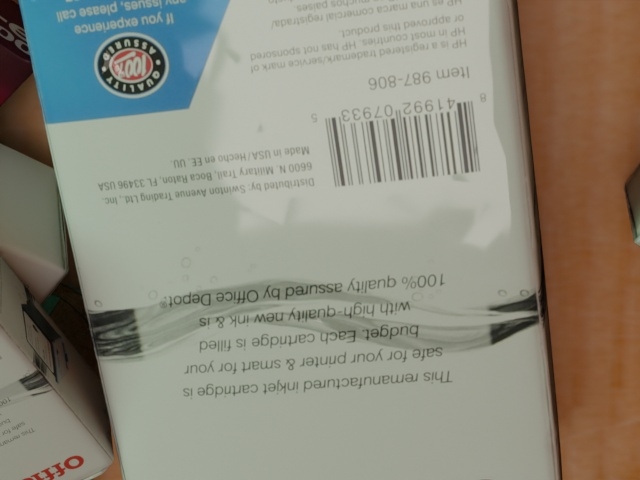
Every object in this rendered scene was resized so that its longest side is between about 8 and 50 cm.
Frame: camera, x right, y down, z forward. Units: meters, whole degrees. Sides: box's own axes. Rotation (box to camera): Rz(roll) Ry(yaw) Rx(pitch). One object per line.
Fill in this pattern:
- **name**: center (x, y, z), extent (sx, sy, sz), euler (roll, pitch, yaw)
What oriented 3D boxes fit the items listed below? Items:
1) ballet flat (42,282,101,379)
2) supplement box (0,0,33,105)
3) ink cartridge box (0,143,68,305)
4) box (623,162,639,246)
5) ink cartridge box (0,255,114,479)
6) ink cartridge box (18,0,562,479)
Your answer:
- **ballet flat**: center (-0.237, 0.199, 0.921), extent (0.116, 0.124, 0.342), euler (16, 111, 1)
- **supplement box**: center (-0.321, -0.096, 0.839), extent (0.239, 0.073, 0.130), euler (-41, 126, 19)
- **ink cartridge box**: center (-0.337, 0.041, 0.823), extent (0.207, 0.117, 0.283), euler (26, 119, -33)
- **box**: center (0.329, -0.016, 0.746), extent (0.232, 0.127, 0.149), euler (32, 111, -1)
- **ink cartridge box**: center (-0.237, 0.089, 0.753), extent (0.139, 0.082, 0.191), euler (-26, 130, 4)
- **ink cartridge box**: center (0.000, 0.000, 0.789), extent (0.285, 0.166, 0.395), euler (-5, 107, 12)
